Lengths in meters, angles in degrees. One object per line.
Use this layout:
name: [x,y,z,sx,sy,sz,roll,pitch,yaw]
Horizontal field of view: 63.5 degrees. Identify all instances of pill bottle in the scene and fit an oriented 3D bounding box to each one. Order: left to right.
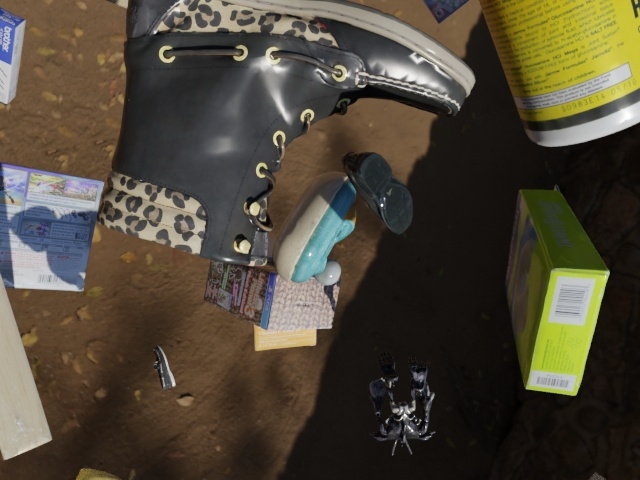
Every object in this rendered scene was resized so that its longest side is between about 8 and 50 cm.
pill bottle: [0.314,-0.310,0.672,0.188,0.187,0.334,-41,113,-32]

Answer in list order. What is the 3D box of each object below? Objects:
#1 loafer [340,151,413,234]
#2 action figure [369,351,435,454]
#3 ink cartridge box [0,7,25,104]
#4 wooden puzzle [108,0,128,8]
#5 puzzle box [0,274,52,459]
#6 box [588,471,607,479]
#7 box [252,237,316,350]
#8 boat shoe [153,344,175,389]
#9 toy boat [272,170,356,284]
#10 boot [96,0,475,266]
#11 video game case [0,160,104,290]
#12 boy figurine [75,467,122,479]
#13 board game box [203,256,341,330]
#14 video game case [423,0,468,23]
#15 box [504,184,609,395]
loafer: [0.089,-0.074,0.778,0.062,0.061,0.170,-47,132,-12]
action figure: [0.200,0.393,1.258,0.141,0.163,0.276,-79,169,-57]
ink cartridge box: [-0.702,-0.400,1.107,0.097,0.207,0.046,24,42,-16]
wooden puzzle: [-0.424,-0.590,0.901,0.321,0.348,0.081,21,67,-2]
puzzle box: [-0.465,0.143,0.734,0.052,0.408,0.272,-17,87,-34]
box: [0.375,0.339,0.544,0.038,0.186,0.145,-49,157,-1]
box: [-0.129,0.178,1.756,0.214,0.168,0.346,-4,115,-10]
boat shoe: [-0.449,0.358,1.456,0.038,0.046,0.125,-19,80,-30]
toy boat: [0.000,0.000,1.119,0.148,0.318,0.268,29,64,4]
boot: [-0.042,-0.113,0.562,0.376,0.138,0.285,14,94,-13]
video game case: [-0.604,-0.029,1.044,0.269,0.061,0.245,9,98,-41]
boy figurine: [-0.220,0.379,0.719,0.285,0.177,0.092,27,48,-34]
board game box: [-0.134,0.133,1.404,0.231,0.290,0.141,8,94,-45]
video game case: [0.210,-0.487,0.900,0.166,0.119,0.015,52,27,-11]
box: [0.191,0.029,0.442,0.178,0.042,0.109,-64,156,-62]
